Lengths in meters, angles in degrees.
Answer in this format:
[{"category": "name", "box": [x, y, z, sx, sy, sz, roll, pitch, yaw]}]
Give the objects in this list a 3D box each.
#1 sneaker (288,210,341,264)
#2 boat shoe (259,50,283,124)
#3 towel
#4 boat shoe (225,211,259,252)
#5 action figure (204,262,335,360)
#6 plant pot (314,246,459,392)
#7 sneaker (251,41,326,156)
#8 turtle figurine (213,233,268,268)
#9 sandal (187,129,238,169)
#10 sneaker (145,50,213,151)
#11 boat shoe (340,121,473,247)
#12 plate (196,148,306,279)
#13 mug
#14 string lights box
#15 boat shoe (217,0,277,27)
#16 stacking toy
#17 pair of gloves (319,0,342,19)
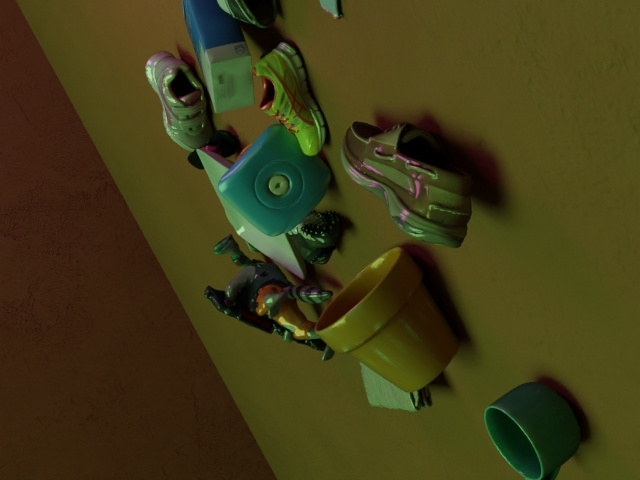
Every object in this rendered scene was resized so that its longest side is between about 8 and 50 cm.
[{"category": "sneaker", "box": [0.000, 0.000, 1.903, 0.106, 0.078, 0.234, 62, 165, -15]}, {"category": "boat shoe", "box": [-0.077, -0.275, 1.737, 0.045, 0.050, 0.135, 32, 136, 61]}, {"category": "towel", "box": [0.128, 0.239, 1.889, 0.282, 0.049, 0.187, 153, 104, -71]}, {"category": "boat shoe", "box": [-0.177, -0.037, 2.345, 0.152, 0.056, 0.049, 56, 159, -20]}, {"category": "action figure", "box": [-0.066, 0.147, 2.182, 0.341, 0.179, 0.330, 26, -175, -33]}, {"category": "plant pot", "box": [0.127, 0.147, 1.633, 0.188, 0.205, 0.205, 46, 163, -7]}, {"category": "sneaker", "box": [-0.061, -0.233, 1.679, 0.081, 0.094, 0.209, 24, 141, 58]}, {"category": "turtle figurine", "box": [-0.172, 0.096, 2.417, 0.234, 0.118, 0.175, 53, 163, -12]}, {"category": "sandal", "box": [-0.248, -0.197, 2.204, 0.067, 0.040, 0.179, 41, 140, -19]}, {"category": "sneaker", "box": [-0.310, -0.306, 2.205, 0.111, 0.103, 0.252, 24, 145, 55]}, {"category": "boat shoe", "box": [0.129, -0.108, 1.376, 0.324, 0.123, 0.116, 50, 127, 52]}, {"category": "plate", "box": [-0.142, -0.068, 2.153, 0.278, 0.045, 0.277, 33, 153, 43]}, {"category": "mug", "box": [0.321, 0.283, 1.444, 0.129, 0.097, 0.158, 50, 159, 28]}, {"category": "string lights box", "box": [-0.190, -0.372, 1.724, 0.133, 0.076, 0.260, 93, 160, -59]}, {"category": "boat shoe", "box": [-0.135, -0.459, 1.511, 0.105, 0.113, 0.306, 39, 156, 33]}, {"category": "stacking toy", "box": [-0.105, -0.138, 1.879, 0.166, 0.175, 0.302, 42, -177, -19]}, {"category": "pair of gloves", "box": [-0.018, -0.414, 1.412, 0.198, 0.023, 0.159, 48, 158, 34]}]
